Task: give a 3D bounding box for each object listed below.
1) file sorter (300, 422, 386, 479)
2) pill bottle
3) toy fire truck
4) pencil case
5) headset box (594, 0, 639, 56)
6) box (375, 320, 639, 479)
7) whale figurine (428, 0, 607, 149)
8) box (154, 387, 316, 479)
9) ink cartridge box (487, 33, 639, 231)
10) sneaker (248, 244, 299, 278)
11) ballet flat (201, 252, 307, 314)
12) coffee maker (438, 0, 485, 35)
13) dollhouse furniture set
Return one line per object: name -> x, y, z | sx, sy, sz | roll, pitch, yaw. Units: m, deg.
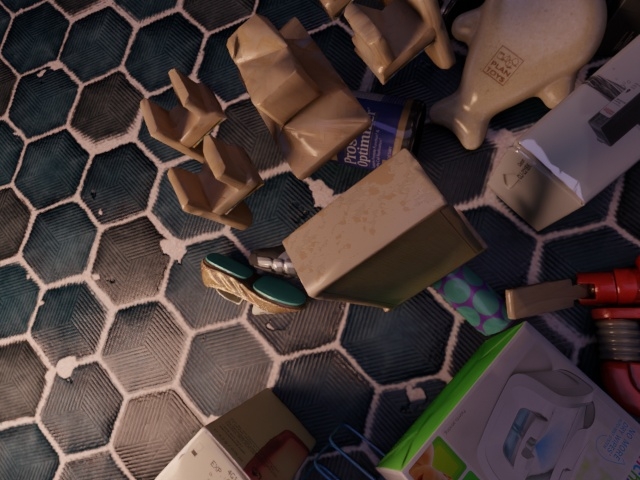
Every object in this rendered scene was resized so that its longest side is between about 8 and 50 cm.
file sorter -> 0.021, 0.380, 0.610 | 0.105, 0.118, 0.170 | 33, 90, 19
pill bottle -> 0.053, -0.185, 0.681 | 0.220, 0.123, 0.122 | 14, 85, 15
toy fire truck -> 0.399, 0.127, 0.559 | 0.247, 0.159, 0.216 | -5, 75, 32
pencil case -> 0.224, 0.075, 0.633 | 0.151, 0.070, 0.064 | 45, 128, 12
headset box -> 0.531, -0.361, 0.535 | 0.284, 0.246, 0.131 | 8, 84, 15
box -> 0.249, 0.283, 0.521 | 0.262, 0.126, 0.231 | -37, 73, -22
whale figurine -> 0.298, -0.279, 0.651 | 0.216, 0.141, 0.272 | 40, 116, 8
box -> -0.119, 0.330, 0.587 | 0.127, 0.232, 0.148 | 42, 93, 15
ink cartridge box -> 0.385, -0.151, 0.561 | 0.273, 0.197, 0.114 | -40, 75, 5
sneaker -> 0.000, 0.000, 0.695 | 0.229, 0.086, 0.132 | 6, 78, 4
ballet flat -> -0.119, 0.088, 0.719 | 0.206, 0.073, 0.067 | 25, 115, 18
coffee maker -> 0.204, -0.452, 0.688 | 0.171, 0.120, 0.178 | -43, 76, 3
dollhouse furniture set -> 0.023, -0.122, 0.557 | 0.362, 0.257, 0.393 | -37, 64, 16
